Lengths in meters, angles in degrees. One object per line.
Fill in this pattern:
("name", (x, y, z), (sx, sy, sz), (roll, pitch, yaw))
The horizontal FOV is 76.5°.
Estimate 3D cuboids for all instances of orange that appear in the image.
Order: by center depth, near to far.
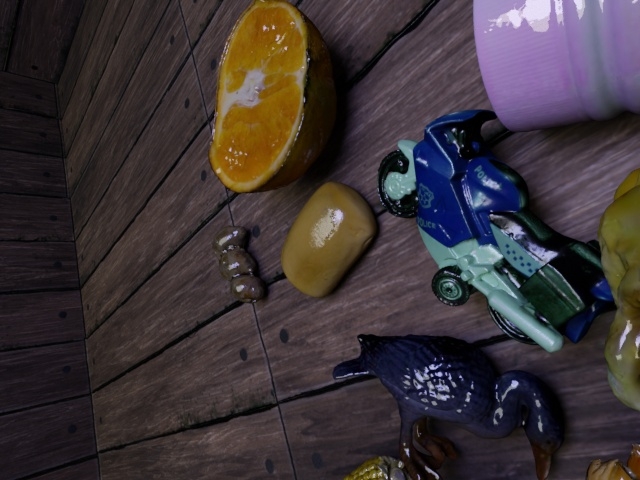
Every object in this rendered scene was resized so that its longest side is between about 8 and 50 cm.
("orange", (-0.093, -0.240, 0.726), (0.274, 0.274, 0.310), (-9, 49, 45))

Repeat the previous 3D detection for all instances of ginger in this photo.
("ginger", (-0.189, 0.056, 0.931), (0.104, 0.080, 0.204), (-41, 59, 30))

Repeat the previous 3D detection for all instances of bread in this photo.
("bread", (0.000, 0.000, 0.732), (0.147, 0.098, 0.217), (53, 123, 36))

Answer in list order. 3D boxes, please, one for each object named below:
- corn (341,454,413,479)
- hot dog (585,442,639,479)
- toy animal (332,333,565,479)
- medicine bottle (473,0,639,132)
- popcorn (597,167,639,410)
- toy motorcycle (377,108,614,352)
("corn", (0.055, 0.441, 0.670), (0.091, 0.091, 0.260), (34, 121, -5))
("hot dog", (0.375, 0.320, 0.322), (0.158, 0.117, 0.349), (-37, 74, 29))
("toy animal", (0.156, 0.214, 0.553), (0.298, 0.122, 0.185), (27, 112, 35))
("medicine bottle", (0.318, -0.215, 0.339), (0.315, 0.202, 0.202), (-1, 89, 45))
("popcorn", (0.297, 0.009, 0.270), (0.266, 0.192, 0.233), (-52, 26, -1))
("toy motorcycle", (0.196, -0.030, 0.490), (0.331, 0.125, 0.196), (52, 139, 29))
